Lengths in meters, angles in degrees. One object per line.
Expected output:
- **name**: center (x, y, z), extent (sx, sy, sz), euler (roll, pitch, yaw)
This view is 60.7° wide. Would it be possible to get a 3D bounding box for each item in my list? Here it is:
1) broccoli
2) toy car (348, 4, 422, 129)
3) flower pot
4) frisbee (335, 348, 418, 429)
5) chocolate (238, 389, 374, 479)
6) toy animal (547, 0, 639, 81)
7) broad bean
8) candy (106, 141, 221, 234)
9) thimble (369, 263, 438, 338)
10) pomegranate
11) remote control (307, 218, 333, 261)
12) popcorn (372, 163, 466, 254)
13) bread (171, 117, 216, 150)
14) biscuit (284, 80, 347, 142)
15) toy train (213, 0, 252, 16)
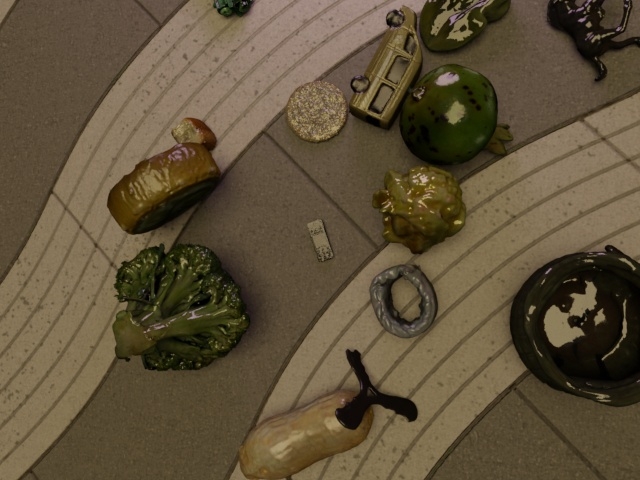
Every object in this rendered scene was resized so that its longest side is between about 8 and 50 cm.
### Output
- **broccoli**: center (-0.316, 0.145, 1.171), extent (0.321, 0.283, 0.303), euler (-32, 89, 26)
- **toy car**: center (0.162, -0.378, 1.207), extent (0.124, 0.101, 0.256), euler (29, 93, 9)
- **flower pot**: center (0.519, 0.154, 1.023), extent (0.302, 0.213, 0.301), euler (-1, 85, 13)
- **frisbee**: center (0.095, 0.307, 1.148), extent (0.012, 0.211, 0.187), euler (-55, 48, 36)
- **chocolate**: center (-0.033, 0.412, 1.163), extent (0.309, 0.134, 0.134), euler (-28, 80, 5)
- **toy animal**: center (0.573, -0.455, 1.148), extent (0.148, 0.084, 0.232), euler (-25, 86, 26)
- **broad bean**: center (0.312, -0.510, 1.201), extent (0.207, 0.072, 0.153), euler (-27, 74, 9)
- **candy**: center (-0.343, -0.116, 1.213), extent (0.260, 0.260, 0.118), euler (-35, 91, 7)
- **thimble**: center (0.178, 0.126, 1.148), extent (0.127, 0.118, 0.151), euler (-26, 80, 11)
- **pomegranate**: center (0.284, -0.245, 1.134), extent (0.263, 0.211, 0.211), euler (23, 90, -27)
- **remote control**: center (0.000, 0.000, 1.250), extent (0.039, 0.014, 0.096), euler (-19, 82, 10)
- **popcorn**: center (0.202, -0.070, 1.132), extent (0.188, 0.185, 0.167), euler (-27, 62, 17)
- **bread**: center (-0.302, -0.248, 1.309), extent (0.077, 0.070, 0.083), euler (-37, 81, 7)
- **biscuit**: center (-0.009, -0.302, 1.277), extent (0.152, 0.020, 0.152), euler (-1, 85, 11)
- **toy train**: center (-0.232, -0.625, 1.333), extent (0.111, 0.071, 0.170), euler (-23, 81, 18)
